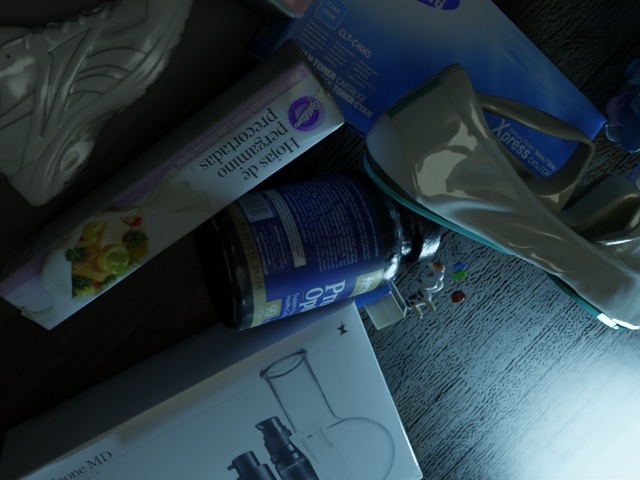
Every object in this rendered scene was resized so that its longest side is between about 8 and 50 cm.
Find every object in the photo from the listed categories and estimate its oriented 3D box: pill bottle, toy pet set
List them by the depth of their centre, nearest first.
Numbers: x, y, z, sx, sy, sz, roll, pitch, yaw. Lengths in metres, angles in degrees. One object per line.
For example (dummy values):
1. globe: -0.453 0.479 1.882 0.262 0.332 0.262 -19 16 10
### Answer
1. pill bottle: 0.000 0.000 0.576 0.219 0.123 0.123 -14 117 -21
2. toy pet set: 0.096 0.041 0.661 0.114 0.122 0.065 -28 95 17

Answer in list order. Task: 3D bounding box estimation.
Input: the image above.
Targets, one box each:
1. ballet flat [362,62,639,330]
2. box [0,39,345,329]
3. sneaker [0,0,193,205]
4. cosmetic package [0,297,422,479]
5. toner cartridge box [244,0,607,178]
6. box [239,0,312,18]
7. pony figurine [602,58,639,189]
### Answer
1. ballet flat: 0.223 -0.028 0.557 0.400 0.139 0.139 27 101 -26
2. box: -0.131 -0.040 0.501 0.324 0.067 0.063 -34 123 11
3. sneaker: -0.195 -0.141 0.464 0.115 0.090 0.232 39 94 -27
4. cosmetic package: -0.098 0.241 0.667 0.377 0.097 0.284 -27 117 -8
5. toner cartridge box: 0.117 -0.151 0.588 0.347 0.075 0.165 29 99 -29
6. box: -0.017 -0.294 0.424 0.126 0.148 0.232 30 100 -24
7. pony figurine: 0.427 -0.157 0.595 0.351 0.302 0.363 -45 149 -23
